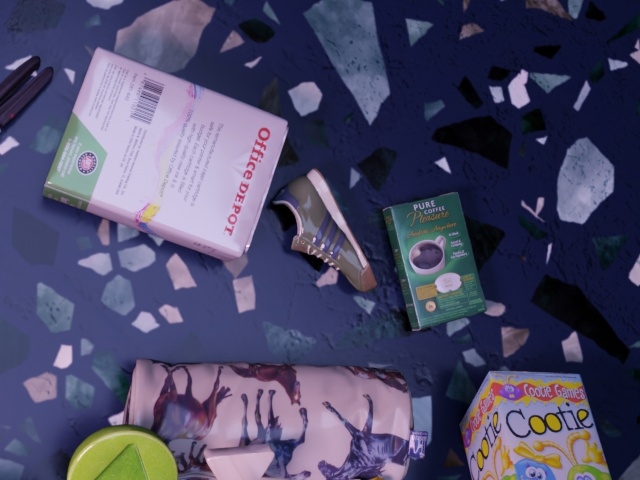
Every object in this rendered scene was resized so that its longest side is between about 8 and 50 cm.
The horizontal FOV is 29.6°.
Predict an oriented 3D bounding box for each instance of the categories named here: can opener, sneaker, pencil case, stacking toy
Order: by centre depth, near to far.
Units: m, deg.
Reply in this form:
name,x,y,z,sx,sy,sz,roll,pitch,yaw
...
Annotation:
name,x,y,z,sx,sy,sz,roll,pitch,yaw
stacking toy,-0.212,0.343,1.521,0.309,0.130,0.279,8,105,-21
pencil case,-0.072,0.254,1.613,0.410,0.160,0.183,4,59,-15
can opener,-0.432,-0.179,1.624,0.186,0.073,0.059,-41,87,-24
sneaker,0.000,0.000,1.717,0.086,0.064,0.192,-28,91,-8

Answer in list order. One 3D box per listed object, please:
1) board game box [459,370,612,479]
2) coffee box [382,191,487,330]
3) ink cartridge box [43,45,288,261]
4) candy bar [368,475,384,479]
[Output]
name,x,y,z,sx,sy,sz,roll,pitch,yaw
board game box,0.299,0.331,1.647,0.142,0.144,0.275,4,48,-14
coffee box,0.167,0.029,1.764,0.113,0.040,0.184,-14,88,-16
ink cartridge box,-0.209,-0.110,1.642,0.278,0.117,0.201,20,79,-11
candy bar,0.072,0.384,1.596,0.040,0.018,0.161,-7,105,-7
